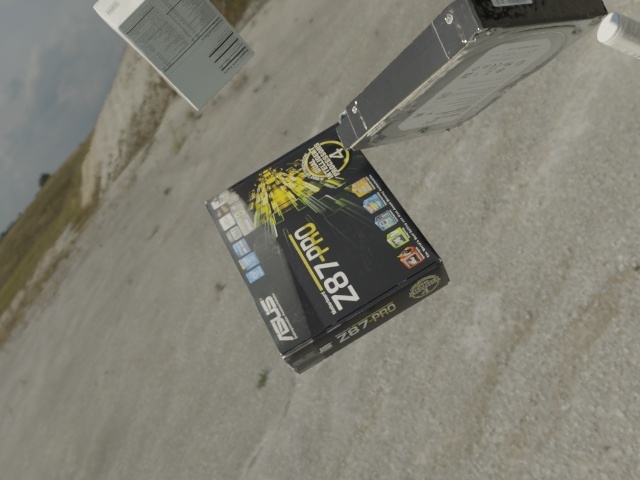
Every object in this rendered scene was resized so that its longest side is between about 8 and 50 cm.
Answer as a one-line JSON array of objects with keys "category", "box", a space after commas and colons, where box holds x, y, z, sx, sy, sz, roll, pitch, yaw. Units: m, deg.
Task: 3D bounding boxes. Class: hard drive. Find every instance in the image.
[{"category": "hard drive", "box": [0.195, -0.234, 1.000, 0.237, 0.064, 0.339, -15, -9, -31]}]

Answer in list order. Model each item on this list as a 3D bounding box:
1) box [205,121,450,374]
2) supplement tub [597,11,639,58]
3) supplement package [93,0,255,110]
[{"category": "box", "box": [0.000, 0.000, 1.323, 0.318, 0.097, 0.394, -31, 56, 2]}, {"category": "supplement tub", "box": [0.669, -0.446, 1.554, 0.071, 0.107, 0.070, -162, 90, -73]}, {"category": "supplement package", "box": [-0.262, -0.375, 1.271, 0.149, 0.203, 0.194, -45, 38, 0]}]
